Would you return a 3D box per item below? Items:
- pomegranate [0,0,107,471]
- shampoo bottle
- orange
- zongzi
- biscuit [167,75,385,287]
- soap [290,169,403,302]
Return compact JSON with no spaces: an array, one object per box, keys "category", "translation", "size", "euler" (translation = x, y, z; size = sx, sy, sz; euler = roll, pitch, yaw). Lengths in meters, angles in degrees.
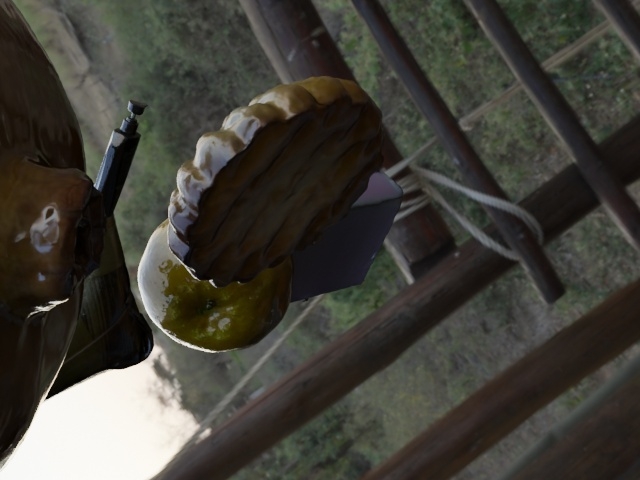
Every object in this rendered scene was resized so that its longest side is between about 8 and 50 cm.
[{"category":"pomegranate","translation":[-0.306,-0.001,0.418],"size":[0.416,0.417,0.416],"euler":[50,165,19]},{"category":"shampoo bottle","translation":[-0.226,-0.090,0.848],"size":[0.027,0.137,0.048],"euler":[27,-160,6]},{"category":"orange","translation":[-0.183,0.062,1.349],"size":[0.279,0.279,0.235],"euler":[62,-163,-24]},{"category":"zongzi","translation":[-0.400,0.084,1.041],"size":[0.154,0.289,0.317],"euler":[32,135,40]},{"category":"biscuit","translation":[-0.059,-0.079,0.974],"size":[0.107,0.326,0.326],"euler":[47,164,23]},{"category":"soap","translation":[0.000,0.000,1.571],"size":[0.107,0.296,0.285],"euler":[54,137,29]}]
